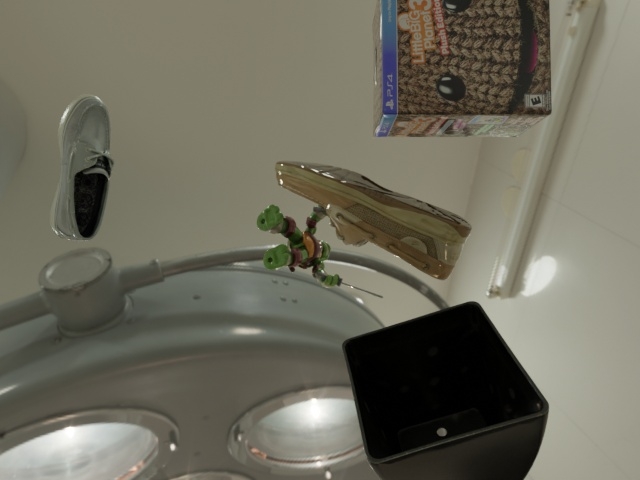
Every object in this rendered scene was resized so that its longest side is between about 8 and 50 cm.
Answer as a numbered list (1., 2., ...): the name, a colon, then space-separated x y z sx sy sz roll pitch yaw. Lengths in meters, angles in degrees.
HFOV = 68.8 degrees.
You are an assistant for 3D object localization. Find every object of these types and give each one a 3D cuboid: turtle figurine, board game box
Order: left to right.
1. turtle figurine: 0.000 0.000 1.077 0.266 0.274 0.198 10 -83 -56
2. board game box: 0.245 -0.321 0.856 0.290 0.141 0.232 -1 -93 0

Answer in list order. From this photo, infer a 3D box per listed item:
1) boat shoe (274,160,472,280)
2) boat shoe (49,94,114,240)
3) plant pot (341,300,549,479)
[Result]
1. boat shoe: 0.064 -0.040 0.764 0.121 0.341 0.110 -22 -46 -62
2. boat shoe: -0.353 -0.108 0.719 0.079 0.081 0.228 6 -85 -58
3. plant pot: 0.147 0.216 0.571 0.188 0.187 0.167 -17 -62 2
